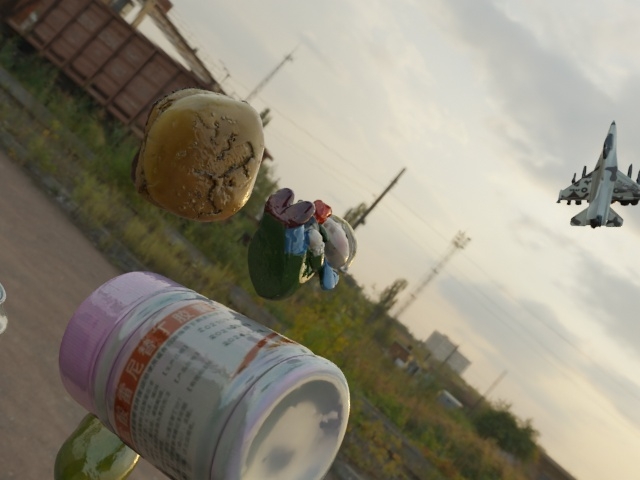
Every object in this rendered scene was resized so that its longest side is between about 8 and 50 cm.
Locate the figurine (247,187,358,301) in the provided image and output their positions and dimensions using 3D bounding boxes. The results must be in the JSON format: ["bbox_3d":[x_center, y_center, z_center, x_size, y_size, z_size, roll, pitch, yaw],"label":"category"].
[{"bbox_3d":[-0.010,-0.009,1.128,0.127,0.185,0.234,25,30,36],"label":"figurine"}]

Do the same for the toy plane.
[{"bbox_3d":[0.519,-0.109,1.292,0.160,0.234,0.082,2,-36,39],"label":"toy plane"}]

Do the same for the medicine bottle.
[{"bbox_3d":[-0.144,0.176,0.847,0.316,0.202,0.202,20,-16,36],"label":"medicine bottle"}]

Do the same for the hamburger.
[{"bbox_3d":[-0.280,-0.194,1.648,0.284,0.304,0.174,6,18,-36],"label":"hamburger"}]

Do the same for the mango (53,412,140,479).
[{"bbox_3d":[-0.332,0.315,1.081,0.191,0.122,0.085,-84,154,-62],"label":"mango"}]

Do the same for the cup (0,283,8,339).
[{"bbox_3d":[-0.615,0.143,0.903,0.323,0.326,0.237,32,3,-17],"label":"cup"}]
